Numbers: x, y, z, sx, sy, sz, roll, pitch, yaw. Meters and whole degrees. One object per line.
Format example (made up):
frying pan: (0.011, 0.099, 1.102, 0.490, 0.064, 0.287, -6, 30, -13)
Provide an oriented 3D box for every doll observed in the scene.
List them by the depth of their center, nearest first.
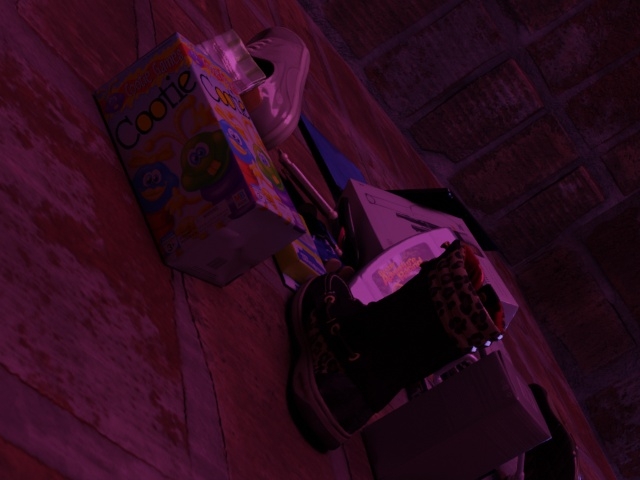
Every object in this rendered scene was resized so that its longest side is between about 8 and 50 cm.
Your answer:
doll: (0.000, 0.000, 1.794, 0.129, 0.046, 0.189, 31, 21, -42)

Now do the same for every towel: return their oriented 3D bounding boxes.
towel: (-0.175, -0.285, 1.677, 0.113, 0.152, 0.023, 57, -30, -1)

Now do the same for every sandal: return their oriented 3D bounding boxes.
sandal: (0.042, 0.001, 1.913, 0.067, 0.040, 0.179, 119, -34, -60)

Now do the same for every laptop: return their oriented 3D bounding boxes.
laptop: (0.185, -0.140, 2.367, 0.382, 0.407, 0.237, 37, 57, -57)

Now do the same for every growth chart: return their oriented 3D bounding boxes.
growth chart: (-0.025, -0.098, 1.848, 0.172, 0.021, 0.237, 48, -1, -1)

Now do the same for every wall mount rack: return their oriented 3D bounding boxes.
wall mount rack: (0.328, 0.292, 1.938, 0.304, 0.130, 0.350, 49, 15, -16)

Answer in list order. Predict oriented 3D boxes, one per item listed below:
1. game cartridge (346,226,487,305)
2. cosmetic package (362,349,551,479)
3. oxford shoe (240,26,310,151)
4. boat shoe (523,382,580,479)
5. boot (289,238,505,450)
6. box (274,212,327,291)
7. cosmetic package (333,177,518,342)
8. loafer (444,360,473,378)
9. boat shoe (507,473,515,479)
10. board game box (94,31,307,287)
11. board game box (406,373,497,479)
game cartridge: (0.163, 0.100, 1.734, 0.294, 0.060, 0.196, -31, 83, -32)
cosmetic package: (0.194, 0.278, 1.440, 0.127, 0.238, 0.107, 49, 18, -40)
oxford shoe: (-0.116, -0.322, 1.896, 0.130, 0.169, 0.449, 48, 21, -26)
boat shoe: (0.467, 0.424, 2.000, 0.120, 0.122, 0.324, 48, 21, -26)
boot: (0.100, 0.104, 1.396, 0.138, 0.284, 0.377, 53, 15, -16)
box: (-0.044, 0.012, 1.627, 0.109, 0.042, 0.178, 39, 22, -51)
cosmetic package: (0.198, 0.031, 1.990, 0.284, 0.097, 0.377, 17, 23, -19)
loafer: (0.349, 0.333, 2.159, 0.268, 0.084, 0.096, 59, 14, 10)
boat shoe: (0.424, 0.532, 2.037, 0.233, 0.084, 0.079, -51, 145, -83)
board game box: (-0.155, -0.103, 1.287, 0.275, 0.142, 0.144, 63, 15, 24)
board game box: (0.238, 0.323, 1.892, 0.243, 0.042, 0.165, 49, 16, -29)
